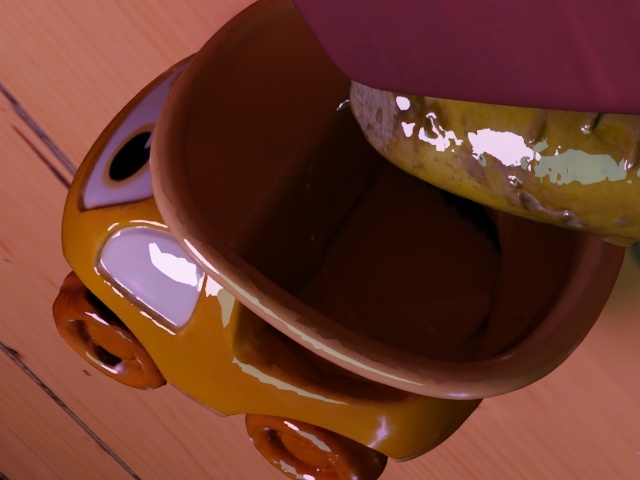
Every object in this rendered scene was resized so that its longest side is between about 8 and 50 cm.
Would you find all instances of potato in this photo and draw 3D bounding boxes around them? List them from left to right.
[{"bbox_3d":[0.122,-0.056,0.607,0.251,0.149,0.113,4,108,24],"label":"potato"}]

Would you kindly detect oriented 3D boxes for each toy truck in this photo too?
[{"bbox_3d":[0.000,0.000,0.776,0.288,0.204,0.212,31,152,8],"label":"toy truck"}]

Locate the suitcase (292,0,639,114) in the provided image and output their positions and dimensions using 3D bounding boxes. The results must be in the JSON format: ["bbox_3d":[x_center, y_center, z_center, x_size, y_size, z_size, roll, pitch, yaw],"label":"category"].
[{"bbox_3d":[0.054,-0.185,0.436,0.236,0.161,0.297,11,146,44],"label":"suitcase"}]
